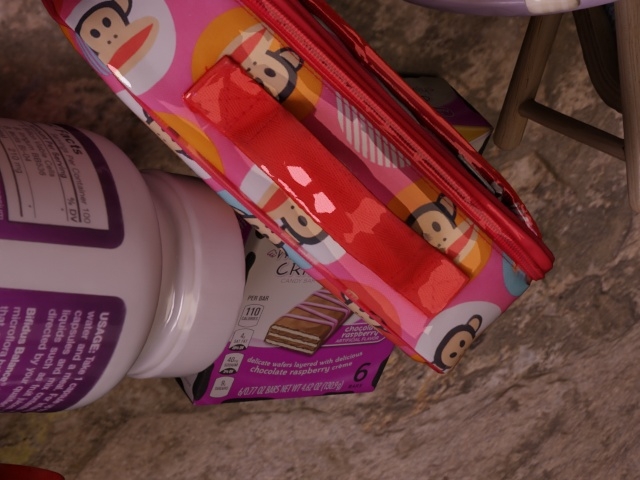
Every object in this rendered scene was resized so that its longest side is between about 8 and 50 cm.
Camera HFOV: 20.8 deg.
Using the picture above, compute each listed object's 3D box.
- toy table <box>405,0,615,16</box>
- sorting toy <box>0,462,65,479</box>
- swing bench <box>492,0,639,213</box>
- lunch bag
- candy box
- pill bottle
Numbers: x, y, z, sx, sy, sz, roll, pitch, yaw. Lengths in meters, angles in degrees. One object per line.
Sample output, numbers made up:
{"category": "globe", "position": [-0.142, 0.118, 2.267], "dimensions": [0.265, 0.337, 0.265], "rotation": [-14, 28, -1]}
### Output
{"category": "toy table", "position": [0.113, -0.223, 0.924], "dimensions": [0.274, 0.252, 0.161], "rotation": [-18, 167, 10]}
{"category": "sorting toy", "position": [-0.273, 0.165, 1.026], "dimensions": [0.257, 0.089, 0.255], "rotation": [0, 162, 3]}
{"category": "swing bench", "position": [0.264, -0.172, 1.120], "dimensions": [0.253, 0.165, 0.254], "rotation": [-9, 113, -31]}
{"category": "lunch bag", "position": [-0.015, -0.061, 0.930], "dimensions": [0.120, 0.258, 0.293], "rotation": [-45, 113, 5]}
{"category": "candy box", "position": [0.000, 0.000, 1.189], "dimensions": [0.159, 0.071, 0.233], "rotation": [-1, 126, -36]}
{"category": "pill bottle", "position": [-0.197, 0.013, 0.977], "dimensions": [0.301, 0.169, 0.169], "rotation": [6, 122, -39]}
